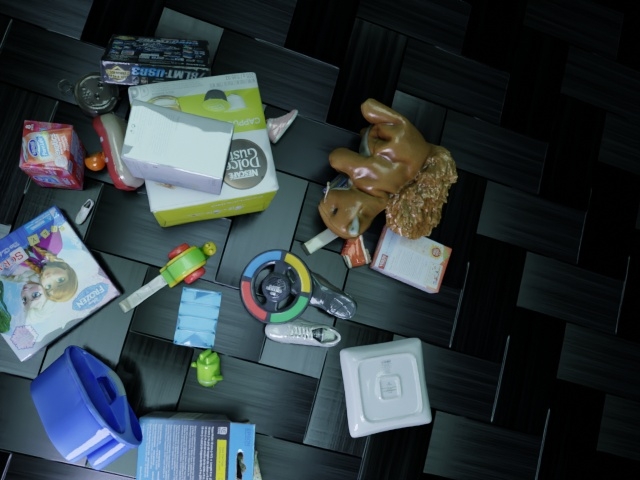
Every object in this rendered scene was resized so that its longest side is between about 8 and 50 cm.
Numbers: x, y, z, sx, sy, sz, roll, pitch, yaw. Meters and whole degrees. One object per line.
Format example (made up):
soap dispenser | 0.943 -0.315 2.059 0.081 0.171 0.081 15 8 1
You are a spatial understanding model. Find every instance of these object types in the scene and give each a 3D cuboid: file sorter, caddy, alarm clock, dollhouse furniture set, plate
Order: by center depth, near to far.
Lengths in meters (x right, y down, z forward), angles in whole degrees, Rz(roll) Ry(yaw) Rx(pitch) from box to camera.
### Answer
caddy | -0.601 0.430 1.532 0.179 0.241 0.341 -39 58 -8
dollhouse furniture set | -0.262 0.642 1.678 0.160 0.101 0.182 -12 86 -13
file sorter | -0.360 0.227 1.705 0.118 0.104 0.171 10 81 -11
alarm clock | -0.689 -0.443 1.736 0.191 0.064 0.130 14 81 -7
plate | 0.213 0.464 1.831 0.277 0.045 0.278 -6 84 -12

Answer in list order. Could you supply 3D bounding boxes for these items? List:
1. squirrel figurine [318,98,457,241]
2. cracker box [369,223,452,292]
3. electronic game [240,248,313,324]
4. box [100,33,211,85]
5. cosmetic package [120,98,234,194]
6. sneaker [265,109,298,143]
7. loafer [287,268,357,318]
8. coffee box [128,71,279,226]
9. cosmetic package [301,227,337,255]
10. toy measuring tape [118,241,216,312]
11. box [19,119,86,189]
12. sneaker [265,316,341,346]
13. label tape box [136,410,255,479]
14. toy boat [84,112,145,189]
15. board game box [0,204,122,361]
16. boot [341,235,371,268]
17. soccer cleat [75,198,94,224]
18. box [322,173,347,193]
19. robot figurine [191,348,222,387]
squirrel figurine | 0.195 -0.148 1.731 0.396 0.281 0.371 28 83 -1
cracker box | 0.293 0.058 1.884 0.232 0.067 0.156 23 78 -9
electronic game | -0.134 0.140 1.757 0.229 0.048 0.230 -1 86 11
box | -0.471 -0.524 1.688 0.295 0.293 0.073 0 122 -13
cosmetic package | -0.327 -0.207 1.354 0.224 0.224 0.138 11 83 -10
sneaker | -0.133 -0.381 1.851 0.070 0.051 0.134 39 81 -11
loafer | -0.005 0.157 1.810 0.267 0.084 0.096 31 104 7
coffee box | -0.328 -0.241 1.645 0.337 0.338 0.335 -11 87 -12
cosmetic package | 0.000 0.000 1.832 0.115 0.060 0.041 -32 90 -15
toy measuring tape | -0.446 0.103 1.696 0.330 0.121 0.121 -35 91 -14
box | -0.732 -0.228 1.599 0.122 0.257 0.128 5 83 -14
sneaker | -0.051 0.279 1.771 0.234 0.095 0.090 6 84 -9
label tape box | -0.336 0.614 1.615 0.333 0.106 0.241 1 83 7
toy boat | -0.619 -0.251 1.695 0.151 0.151 0.231 -16 87 6
board game box | -0.793 0.119 1.643 0.318 0.066 0.318 -37 92 -13
boot | 0.097 0.011 1.854 0.084 0.059 0.158 -20 89 -9
soccer cleat | -0.696 -0.086 1.704 0.029 0.035 0.083 31 78 -7
box | 0.143 -0.184 1.891 0.233 0.044 0.159 -44 93 -13
robot figurine | -0.329 0.378 1.700 0.067 0.101 0.115 -28 131 -49
